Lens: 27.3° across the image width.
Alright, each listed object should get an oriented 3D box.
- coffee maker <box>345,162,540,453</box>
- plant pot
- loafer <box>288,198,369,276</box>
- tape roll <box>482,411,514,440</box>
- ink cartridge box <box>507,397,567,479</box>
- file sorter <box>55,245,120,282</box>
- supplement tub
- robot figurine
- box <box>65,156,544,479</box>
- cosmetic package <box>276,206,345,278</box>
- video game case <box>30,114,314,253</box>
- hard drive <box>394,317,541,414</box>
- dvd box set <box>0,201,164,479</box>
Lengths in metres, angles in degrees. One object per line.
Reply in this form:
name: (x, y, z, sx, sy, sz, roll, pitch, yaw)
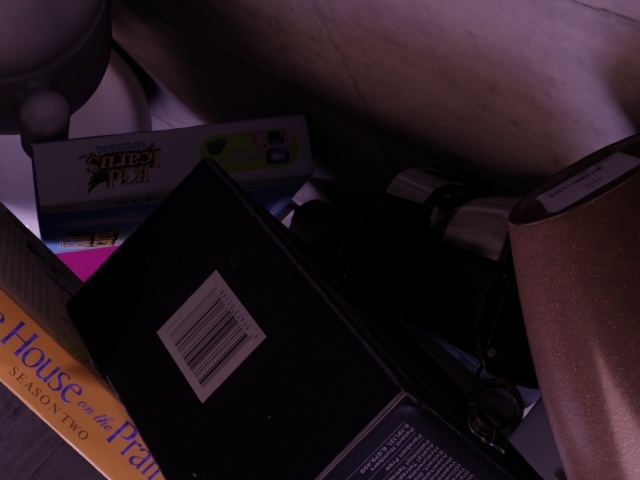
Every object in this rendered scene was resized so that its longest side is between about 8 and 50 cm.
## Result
coffee maker: (0.099, 0.036, 0.961, 0.120, 0.171, 0.178, 44, 167, -29)
plant pot: (0.207, 0.061, 0.750, 0.230, 0.215, 0.215, 59, 163, -9)
loafer: (0.000, 0.000, 1.299, 0.078, 0.080, 0.220, 42, 166, -1)
tape roll: (0.102, 0.266, 1.372, 0.392, 0.072, 0.392, 18, -158, -8)
ink cartridge box: (0.256, 0.238, 1.226, 0.176, 0.127, 0.128, 36, 165, 24)
file sorter: (-0.399, -0.096, 1.835, 0.290, 0.202, 0.182, 49, 167, -24)
supplement tub: (-0.341, -0.112, 1.544, 0.241, 0.241, 0.331, 45, 166, -10)
robot figurine: (-0.290, -0.219, 1.188, 0.353, 0.200, 0.300, 125, 121, -76)
box: (0.007, 0.149, 1.060, 0.312, 0.179, 0.343, 40, -175, -41)
cosmetic package: (-0.106, 0.038, 1.548, 0.129, 0.153, 0.296, 48, 163, -26)
video game case: (-0.151, -0.048, 1.269, 0.269, 0.244, 0.061, 138, 125, -75)
hard drive: (0.142, 0.072, 1.190, 0.172, 0.054, 0.254, 39, 166, 10)
dvd box set: (-0.242, 0.069, 1.141, 0.420, 0.062, 0.307, 47, 179, -18)
